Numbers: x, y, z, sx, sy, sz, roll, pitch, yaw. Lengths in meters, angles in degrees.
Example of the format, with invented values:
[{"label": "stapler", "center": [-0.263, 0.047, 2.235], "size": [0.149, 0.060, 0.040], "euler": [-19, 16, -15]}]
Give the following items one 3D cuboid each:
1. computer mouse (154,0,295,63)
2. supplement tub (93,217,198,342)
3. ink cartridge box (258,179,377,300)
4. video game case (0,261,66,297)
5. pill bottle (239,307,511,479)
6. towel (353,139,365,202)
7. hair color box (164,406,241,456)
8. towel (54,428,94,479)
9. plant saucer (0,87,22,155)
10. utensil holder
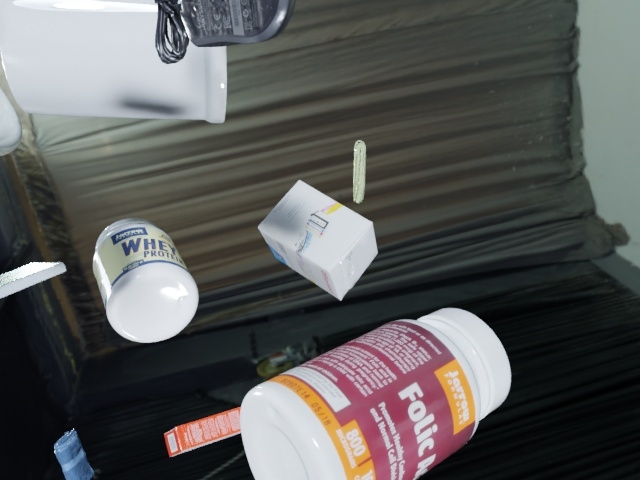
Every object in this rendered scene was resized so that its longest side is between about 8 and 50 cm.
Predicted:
[{"label": "computer mouse", "center": [-0.126, -0.331, 0.782], "size": [0.272, 0.072, 0.188], "euler": [15, 117, 36]}, {"label": "supplement tub", "center": [-0.488, 0.098, 1.609], "size": [0.325, 0.235, 0.235], "euler": [46, 153, 49]}, {"label": "ink cartridge box", "center": [0.000, 0.000, 1.471], "size": [0.233, 0.168, 0.171], "euler": [32, 162, 25]}, {"label": "video game case", "center": [-0.653, 0.093, 1.193], "size": [0.193, 0.212, 0.023], "euler": [-3, 109, 48]}, {"label": "pill bottle", "center": [0.097, 0.253, 0.897], "size": [0.224, 0.392, 0.224], "euler": [27, 126, 45]}, {"label": "towel", "center": [0.094, -0.161, 1.396], "size": [0.110, 0.027, 0.148], "euler": [-48, -42, -82]}, {"label": "hair color box", "center": [-0.189, 0.327, 1.014], "size": [0.072, 0.141, 0.043], "euler": [-40, 64, 50]}, {"label": "towel", "center": [-0.529, 0.474, 1.261], "size": [0.067, 0.029, 0.119], "euler": [-62, -41, -73]}, {"label": "plant saucer", "center": [-0.606, -0.241, 0.789], "size": [0.400, 0.100, 0.400], "euler": [48, -175, -5]}, {"label": "utensil holder", "center": [-0.387, -0.400, 1.160], "size": [0.327, 0.385, 0.327], "euler": [178, 90, -77]}]
